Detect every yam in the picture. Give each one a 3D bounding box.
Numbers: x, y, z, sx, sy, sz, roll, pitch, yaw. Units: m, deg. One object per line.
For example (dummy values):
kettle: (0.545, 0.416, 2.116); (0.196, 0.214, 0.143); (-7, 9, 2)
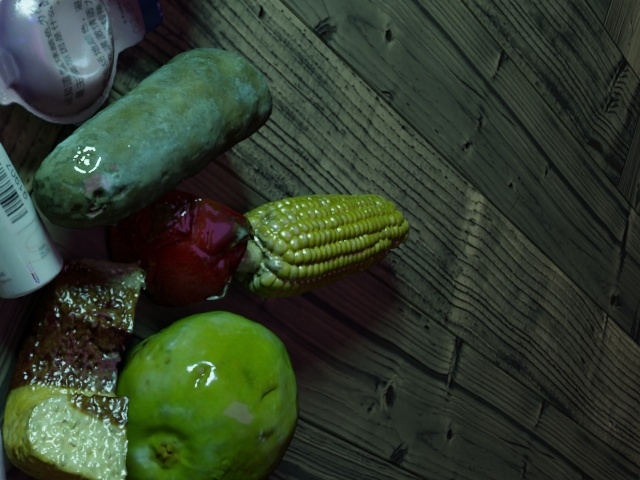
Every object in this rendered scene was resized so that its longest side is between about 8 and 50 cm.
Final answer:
yam: (-0.190, -0.116, 1.078); (0.330, 0.133, 0.133); (-44, 124, -43)

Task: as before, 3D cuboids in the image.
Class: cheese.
cheese: (-0.266, -0.234, 1.049); (0.286, 0.074, 0.189); (-51, 132, -46)

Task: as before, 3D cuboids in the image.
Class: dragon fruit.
dragon fruit: (-0.179, 0.001, 1.138); (0.161, 0.127, 0.120); (36, 60, -43)

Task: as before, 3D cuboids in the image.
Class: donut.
donut: (-0.278, 0.156, 1.040); (0.112, 0.151, 0.295); (25, 43, -28)

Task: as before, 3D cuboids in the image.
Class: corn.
corn: (0.000, 0.000, 1.320); (0.347, 0.130, 0.130); (-12, 103, -48)

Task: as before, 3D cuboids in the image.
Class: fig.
fig: (-0.138, 0.172, 1.168); (0.233, 0.233, 0.314); (58, 27, -33)

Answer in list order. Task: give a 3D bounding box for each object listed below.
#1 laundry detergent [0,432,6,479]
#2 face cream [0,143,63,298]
laundry detergent: (-0.389, 0.247, 0.963); (0.159, 0.088, 0.335); (-24, 112, -43)
face cream: (-0.354, -0.069, 0.968); (0.082, 0.082, 0.269); (-42, 124, -35)
